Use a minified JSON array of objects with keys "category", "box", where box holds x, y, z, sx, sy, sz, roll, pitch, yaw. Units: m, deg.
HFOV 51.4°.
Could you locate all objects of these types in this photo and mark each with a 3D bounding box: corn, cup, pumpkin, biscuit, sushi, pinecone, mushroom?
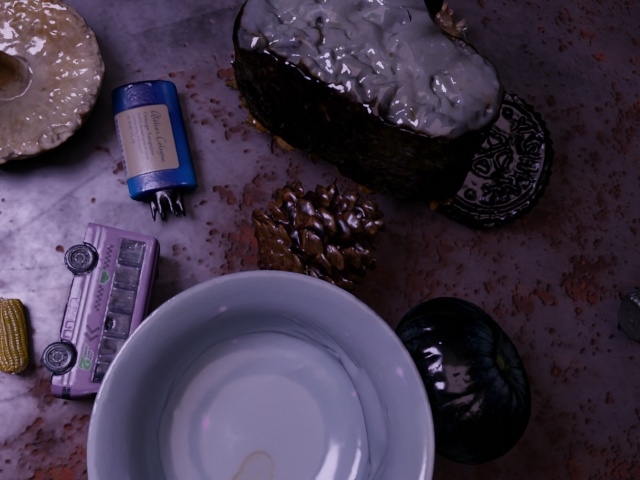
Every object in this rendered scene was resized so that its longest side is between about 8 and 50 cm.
[{"category":"corn","box":[-0.364,0.112,0.782,0.037,0.037,0.092,-7,79,-12]},{"category":"cup","box":[-0.062,0.219,0.735,0.347,0.163,0.347,1,73,-5]},{"category":"pumpkin","box":[0.163,0.165,0.791,0.140,0.202,0.202,-30,80,29]},{"category":"biscuit","box":[0.227,-0.111,0.912,0.194,0.053,0.195,0,88,1]},{"category":"sushi","box":[0.058,-0.202,0.833,0.348,0.207,0.234,35,62,10]},{"category":"pinecone","box":[0.000,0.000,0.810,0.173,0.173,0.174,2,76,-9]},{"category":"mushroom","box":[-0.375,-0.182,0.735,0.233,0.302,0.208,-15,112,0]}]

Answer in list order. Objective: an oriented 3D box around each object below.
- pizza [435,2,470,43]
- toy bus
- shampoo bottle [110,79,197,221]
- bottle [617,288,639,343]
[{"category":"pizza","box":[0.170,-0.243,0.956,0.185,0.052,0.195,-40,87,-13]},{"category":"toy bus","box":[-0.251,0.088,0.779,0.108,0.096,0.199,10,72,-12]},{"category":"shampoo bottle","box":[-0.212,-0.114,0.856,0.087,0.050,0.183,-11,79,-15]},{"category":"bottle","box":[0.532,0.074,0.908,0.260,0.112,0.112,-14,79,-13]}]
